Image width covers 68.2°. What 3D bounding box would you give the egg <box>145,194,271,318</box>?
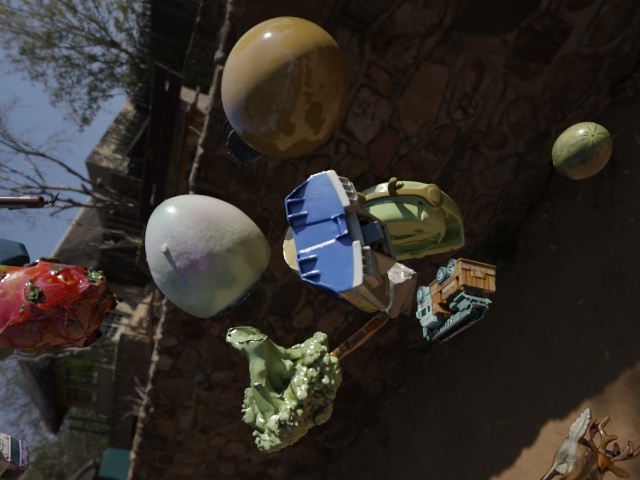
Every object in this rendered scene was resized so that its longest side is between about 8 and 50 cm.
[{"bbox_3d":[-0.380,0.016,1.461,0.355,0.339,0.354,-30,30,19],"label":"egg"}]

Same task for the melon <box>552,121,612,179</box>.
[{"bbox_3d":[0.483,-0.165,0.875,0.131,0.098,0.097,42,-123,-65],"label":"melon"}]

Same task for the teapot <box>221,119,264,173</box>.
[{"bbox_3d":[-0.237,-0.283,1.436,0.096,0.177,0.087,-35,13,11],"label":"teapot"}]

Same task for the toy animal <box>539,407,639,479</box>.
[{"bbox_3d":[0.436,0.376,0.768,0.260,0.243,0.087,-44,46,-17],"label":"toy animal"}]

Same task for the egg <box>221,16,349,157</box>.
[{"bbox_3d":[-0.083,-0.358,1.123,0.374,0.302,0.300,121,160,-69],"label":"egg"}]

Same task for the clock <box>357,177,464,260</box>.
[{"bbox_3d":[0.169,-0.046,1.051,0.235,0.308,0.096,-11,64,30],"label":"clock"}]

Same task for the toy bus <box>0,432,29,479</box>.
[{"bbox_3d":[-0.369,0.266,0.516,0.102,0.058,0.052,-51,38,-4],"label":"toy bus"}]

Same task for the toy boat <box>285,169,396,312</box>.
[{"bbox_3d":[0.051,0.023,0.581,0.295,0.088,0.129,42,-147,-67],"label":"toy boat"}]

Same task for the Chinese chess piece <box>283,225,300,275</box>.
[{"bbox_3d":[0.000,0.000,1.421,0.250,0.103,0.249,-23,51,32],"label":"Chinese chess piece"}]

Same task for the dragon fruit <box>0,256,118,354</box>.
[{"bbox_3d":[-0.508,0.106,0.884,0.200,0.198,0.269,-43,42,-20],"label":"dragon fruit"}]

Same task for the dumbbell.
[{"bbox_3d":[-0.834,0.155,1.183,0.324,0.144,0.160,-69,-12,19],"label":"dumbbell"}]

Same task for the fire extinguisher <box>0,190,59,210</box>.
[{"bbox_3d":[-0.670,-0.082,1.048,0.048,0.174,0.035,98,169,-45],"label":"fire extinguisher"}]

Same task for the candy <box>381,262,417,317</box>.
[{"bbox_3d":[0.272,0.185,1.854,0.185,0.137,0.195,31,125,38],"label":"candy"}]

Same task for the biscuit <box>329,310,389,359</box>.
[{"bbox_3d":[0.107,0.341,1.570,0.306,0.043,0.284,-40,-11,8],"label":"biscuit"}]

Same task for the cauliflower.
[{"bbox_3d":[-0.075,0.336,1.135,0.326,0.261,0.280,-74,-25,-44],"label":"cauliflower"}]

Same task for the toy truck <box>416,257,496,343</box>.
[{"bbox_3d":[0.409,0.204,1.483,0.338,0.133,0.184,119,161,-55],"label":"toy truck"}]
